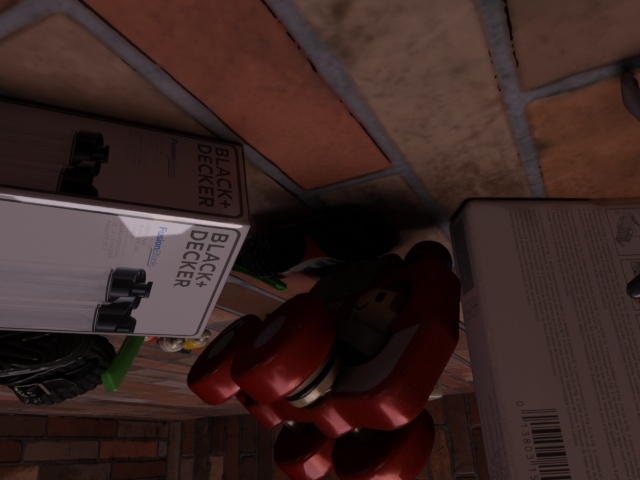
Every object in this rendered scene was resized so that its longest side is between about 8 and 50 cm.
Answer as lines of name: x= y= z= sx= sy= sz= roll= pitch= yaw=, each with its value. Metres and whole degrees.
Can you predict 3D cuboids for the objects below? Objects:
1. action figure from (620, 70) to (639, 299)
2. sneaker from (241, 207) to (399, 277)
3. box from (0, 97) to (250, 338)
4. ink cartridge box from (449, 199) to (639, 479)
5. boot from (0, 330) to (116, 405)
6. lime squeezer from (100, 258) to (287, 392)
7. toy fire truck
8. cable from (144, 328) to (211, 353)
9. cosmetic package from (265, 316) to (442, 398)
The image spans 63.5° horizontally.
action figure: x=0.383 y=0.010 z=0.312 sx=0.331 sy=0.178 sz=0.341 roll=-1 pitch=123 yaw=36
sneaker: x=0.000 y=0.000 z=0.548 sx=0.162 sy=0.057 sz=0.075 roll=-12 pitch=-176 yaw=0
box: x=-0.214 y=-0.010 z=0.382 sx=0.290 sy=0.087 sz=0.169 roll=8 pitch=138 yaw=-24
ink cartridge box: x=0.278 y=0.104 z=0.494 sx=0.262 sy=0.296 sz=0.066 roll=-1 pitch=158 yaw=-5
boot: x=-0.512 y=0.182 z=0.802 sx=0.348 sy=0.131 sz=0.260 roll=2 pitch=157 yaw=-14
lime squeezer: x=-0.127 y=0.044 z=0.574 sx=0.059 sy=0.109 sz=0.310 roll=-36 pitch=175 yaw=27
toy fire truck: x=0.024 y=0.101 z=0.542 sx=0.169 sy=0.254 sz=0.302 roll=46 pitch=146 yaw=-12
cable: x=-0.272 y=0.170 z=0.880 sx=0.140 sy=0.072 sz=0.287 roll=10 pitch=155 yaw=-16
cosmetic package: x=0.050 y=0.216 z=0.928 sx=0.297 sy=0.153 sz=0.129 roll=1 pitch=159 yaw=-5
